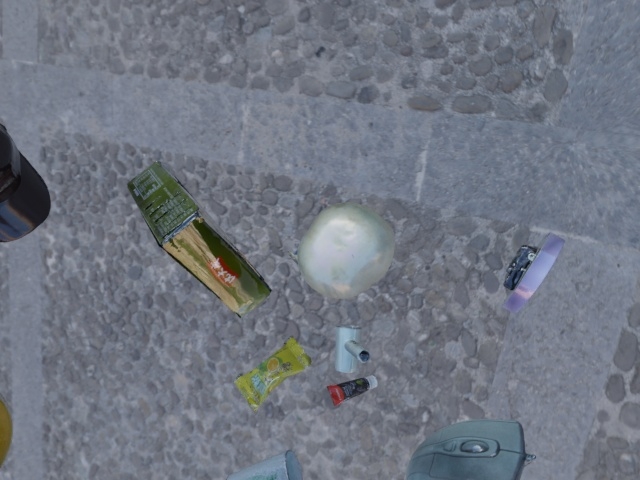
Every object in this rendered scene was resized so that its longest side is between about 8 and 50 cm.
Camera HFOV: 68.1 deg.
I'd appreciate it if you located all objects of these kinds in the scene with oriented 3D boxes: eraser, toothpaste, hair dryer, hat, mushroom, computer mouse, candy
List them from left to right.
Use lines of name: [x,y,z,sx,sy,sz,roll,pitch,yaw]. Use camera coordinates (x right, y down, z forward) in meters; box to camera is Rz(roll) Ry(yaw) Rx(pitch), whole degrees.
hat: [-0.684,-0.143,0.916,0.336,0.238,0.209,47,154,-25]
eraser: [-0.164,0.746,1.407,0.227,0.081,0.174,-30,57,18]
candy: [-0.188,0.513,1.856,0.297,0.081,0.187,-40,42,-9]
mushroom: [0.076,0.029,1.257,0.260,0.234,0.253,-4,80,21]
toothpaste: [0.114,0.523,1.667,0.045,0.194,0.071,-51,53,47]
hair dryer: [0.095,0.304,1.279,0.073,0.236,0.131,5,85,-12]
computer mouse: [0.304,0.497,1.051,0.122,0.188,0.371,41,134,-6]

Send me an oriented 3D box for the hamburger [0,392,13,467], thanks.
hamburger: [-0.603,0.321,0.677,0.152,0.295,0.227,-13,111,40]

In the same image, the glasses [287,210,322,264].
glasses: [-0.024,-0.015,1.545,0.190,0.088,0.220,-3,64,62]

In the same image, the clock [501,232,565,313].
clock: [0.409,0.060,0.948,0.064,0.198,0.172,33,99,19]

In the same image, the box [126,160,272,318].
box: [-0.363,-0.010,1.413,0.138,0.373,0.420,-40,42,-7]
